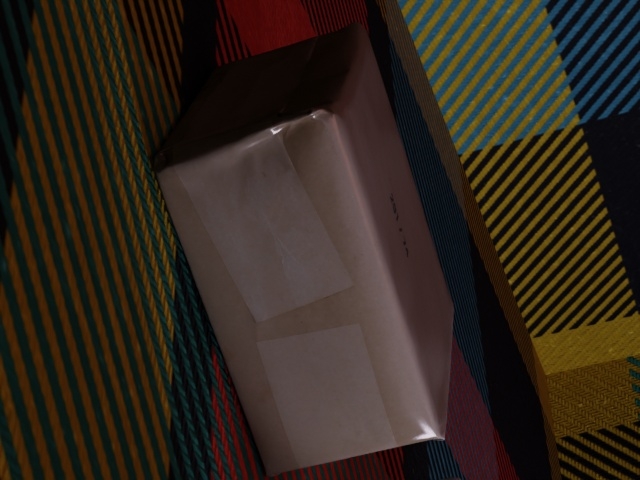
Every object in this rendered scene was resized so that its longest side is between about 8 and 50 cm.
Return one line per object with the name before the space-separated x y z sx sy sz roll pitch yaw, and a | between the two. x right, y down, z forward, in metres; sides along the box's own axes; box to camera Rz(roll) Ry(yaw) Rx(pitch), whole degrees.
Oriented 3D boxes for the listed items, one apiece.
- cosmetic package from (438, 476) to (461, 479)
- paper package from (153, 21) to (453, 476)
cosmetic package | 0.006 0.298 1.042 0.224 0.225 0.138 -88 159 -49
paper package | 0.000 0.000 1.466 0.309 0.168 0.324 -72 145 -66
